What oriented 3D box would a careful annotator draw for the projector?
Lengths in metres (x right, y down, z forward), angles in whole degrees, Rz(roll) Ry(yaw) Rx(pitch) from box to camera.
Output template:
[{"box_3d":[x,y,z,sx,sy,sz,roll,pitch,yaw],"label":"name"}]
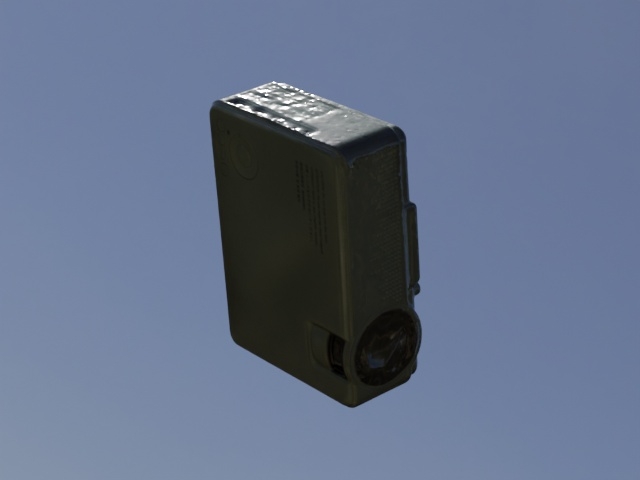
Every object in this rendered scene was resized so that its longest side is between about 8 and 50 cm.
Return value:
[{"box_3d":[0.000,0.000,1.571,0.192,0.099,0.256,26,-51,46],"label":"projector"}]
